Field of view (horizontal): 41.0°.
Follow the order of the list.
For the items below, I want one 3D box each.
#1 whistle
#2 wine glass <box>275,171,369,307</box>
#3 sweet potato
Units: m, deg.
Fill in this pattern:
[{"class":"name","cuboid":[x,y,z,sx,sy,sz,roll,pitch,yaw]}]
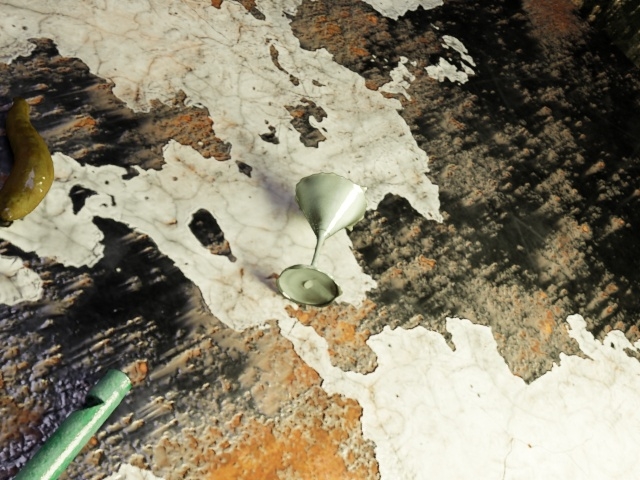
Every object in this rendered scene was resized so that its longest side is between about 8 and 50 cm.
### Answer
[{"class":"whistle","cuboid":[-0.277,0.217,0.951,0.039,0.039,0.186,37,45,-1]},{"class":"wine glass","cuboid":[0.000,0.000,1.254,0.122,0.122,0.182,26,47,-12]},{"class":"sweet potato","cuboid":[-0.388,-0.106,1.134,0.069,0.059,0.249,2,49,-16]}]
